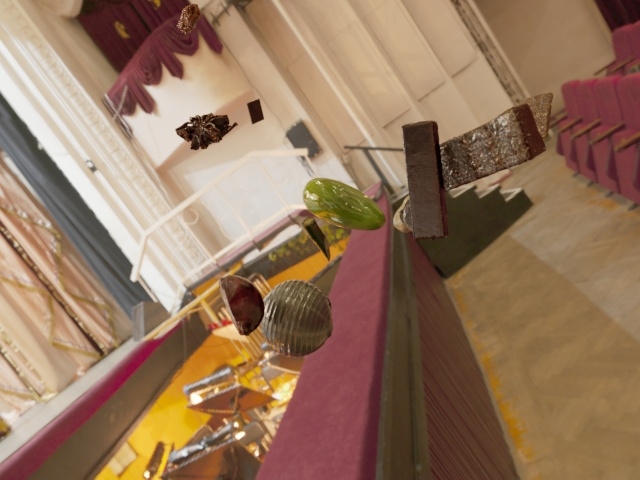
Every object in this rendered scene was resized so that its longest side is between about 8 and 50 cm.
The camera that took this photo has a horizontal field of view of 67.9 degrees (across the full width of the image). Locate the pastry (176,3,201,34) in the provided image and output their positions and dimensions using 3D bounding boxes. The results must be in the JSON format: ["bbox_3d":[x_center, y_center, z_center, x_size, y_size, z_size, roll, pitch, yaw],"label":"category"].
[{"bbox_3d":[-0.506,-0.850,1.842,0.087,0.063,0.169,-38,13,-19],"label":"pastry"}]

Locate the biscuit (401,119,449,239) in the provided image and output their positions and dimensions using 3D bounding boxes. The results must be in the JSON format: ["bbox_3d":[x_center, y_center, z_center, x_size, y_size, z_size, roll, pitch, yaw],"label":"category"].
[{"bbox_3d":[0.339,-0.188,1.536,0.107,0.388,0.073,-4,9,25],"label":"biscuit"}]

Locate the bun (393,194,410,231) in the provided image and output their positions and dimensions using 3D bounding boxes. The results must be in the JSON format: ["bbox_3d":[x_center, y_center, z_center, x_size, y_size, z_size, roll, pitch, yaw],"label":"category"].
[{"bbox_3d":[0.473,-0.137,2.370,0.239,0.141,0.239,-58,10,15],"label":"bun"}]

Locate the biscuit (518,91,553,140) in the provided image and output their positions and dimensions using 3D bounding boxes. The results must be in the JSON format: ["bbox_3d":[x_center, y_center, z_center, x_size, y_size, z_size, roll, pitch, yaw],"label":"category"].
[{"bbox_3d":[0.792,-0.454,1.778,0.131,0.025,0.231,-8,54,43],"label":"biscuit"}]

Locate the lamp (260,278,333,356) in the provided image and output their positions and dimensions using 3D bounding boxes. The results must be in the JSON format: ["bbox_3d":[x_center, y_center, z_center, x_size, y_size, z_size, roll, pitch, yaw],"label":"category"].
[{"bbox_3d":[-0.071,0.248,1.482,0.233,0.233,0.265,-51,-23,-67],"label":"lamp"}]

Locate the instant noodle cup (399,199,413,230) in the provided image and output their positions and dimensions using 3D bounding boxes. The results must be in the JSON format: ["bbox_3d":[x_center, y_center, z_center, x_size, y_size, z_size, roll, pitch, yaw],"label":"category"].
[{"bbox_3d":[0.432,-0.106,2.058,0.208,0.177,0.125,-25,2,27],"label":"instant noodle cup"}]

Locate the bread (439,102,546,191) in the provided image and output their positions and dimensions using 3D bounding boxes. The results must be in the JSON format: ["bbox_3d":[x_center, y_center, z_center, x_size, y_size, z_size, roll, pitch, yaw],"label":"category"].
[{"bbox_3d":[0.490,-0.276,1.526,0.113,0.165,0.416,-25,3,-35],"label":"bread"}]

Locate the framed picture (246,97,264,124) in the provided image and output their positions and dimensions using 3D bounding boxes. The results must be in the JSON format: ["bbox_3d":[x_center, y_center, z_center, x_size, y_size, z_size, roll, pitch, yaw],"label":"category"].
[{"bbox_3d":[-0.263,-0.523,1.929,0.066,0.089,0.007,-34,38,-32],"label":"framed picture"}]

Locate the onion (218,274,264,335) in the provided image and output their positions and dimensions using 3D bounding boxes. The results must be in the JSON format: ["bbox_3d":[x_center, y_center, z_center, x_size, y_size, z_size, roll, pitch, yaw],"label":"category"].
[{"bbox_3d":[-0.204,0.181,1.310,0.098,0.151,0.206,-25,-38,-18],"label":"onion"}]

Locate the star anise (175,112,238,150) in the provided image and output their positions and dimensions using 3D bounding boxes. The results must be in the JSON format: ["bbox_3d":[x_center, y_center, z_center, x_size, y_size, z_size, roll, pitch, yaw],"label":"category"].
[{"bbox_3d":[-0.475,-0.442,1.957,0.220,0.126,0.190,25,49,30],"label":"star anise"}]

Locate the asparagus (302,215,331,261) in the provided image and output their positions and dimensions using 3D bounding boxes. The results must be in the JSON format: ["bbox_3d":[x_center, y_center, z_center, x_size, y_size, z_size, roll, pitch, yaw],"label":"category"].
[{"bbox_3d":[0.000,0.000,1.481,0.045,0.178,0.041,-43,38,-12],"label":"asparagus"}]

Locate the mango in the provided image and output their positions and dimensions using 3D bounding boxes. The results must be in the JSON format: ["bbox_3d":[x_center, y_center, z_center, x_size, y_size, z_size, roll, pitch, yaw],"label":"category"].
[{"bbox_3d":[0.085,-0.128,1.747,0.156,0.343,0.192,-66,-22,-4],"label":"mango"}]
